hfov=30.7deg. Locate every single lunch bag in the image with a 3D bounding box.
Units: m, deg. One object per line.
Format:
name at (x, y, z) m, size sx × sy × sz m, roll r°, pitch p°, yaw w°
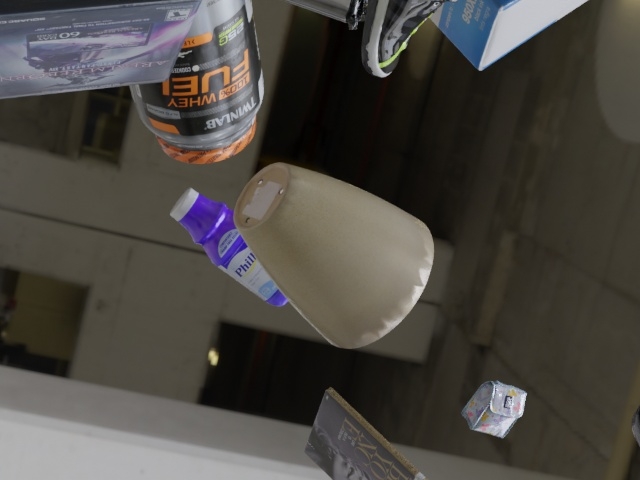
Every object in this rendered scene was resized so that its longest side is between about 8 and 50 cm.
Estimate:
lunch bag at (0.273, 0.260, 1.816) m, size 0.083 × 0.071 × 0.053 m, roll -58°, pitch -148°, yaw 19°

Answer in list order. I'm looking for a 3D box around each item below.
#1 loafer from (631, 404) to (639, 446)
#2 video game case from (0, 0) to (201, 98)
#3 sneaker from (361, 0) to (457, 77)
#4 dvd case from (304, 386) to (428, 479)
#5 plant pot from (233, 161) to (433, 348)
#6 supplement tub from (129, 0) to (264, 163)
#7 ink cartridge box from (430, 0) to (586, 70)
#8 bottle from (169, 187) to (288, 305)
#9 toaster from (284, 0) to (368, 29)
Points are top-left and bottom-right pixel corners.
loafer at (0.460, 0.140, 1.194) m, size 0.109 × 0.302 × 0.095 m, roll 56°, pitch -24°, yaw 33°
video game case at (-0.227, -0.185, 1.103) m, size 0.274 × 0.196 × 0.026 m, roll 149°, pitch -68°, yaw -74°
sneaker at (0.103, -0.262, 1.296) m, size 0.235 × 0.097 × 0.084 m, roll 94°, pitch 9°, yaw -57°
dvd case at (0.068, 0.358, 1.845) m, size 0.018 × 0.221 × 0.164 m, roll -28°, pitch 148°, yaw -39°
plant pot at (0.000, 0.000, 1.891) m, size 0.256 × 0.274 × 0.256 m, roll -31°, pitch -141°, yaw 29°
supplement tub at (-0.183, -0.272, 1.638) m, size 0.316 × 0.193 × 0.193 m, roll 82°, pitch 8°, yaw -47°
ink cartridge box at (0.220, -0.488, 1.677) m, size 0.285 × 0.395 × 0.166 m, roll -35°, pitch 163°, yaw -16°
bottle at (-0.157, 0.007, 2.239) m, size 0.118 × 0.283 × 0.092 m, roll -51°, pitch -165°, yaw 5°
toaster at (0.028, -0.367, 1.499) m, size 0.186 × 0.110 × 0.168 m, roll -53°, pitch 159°, yaw -75°
